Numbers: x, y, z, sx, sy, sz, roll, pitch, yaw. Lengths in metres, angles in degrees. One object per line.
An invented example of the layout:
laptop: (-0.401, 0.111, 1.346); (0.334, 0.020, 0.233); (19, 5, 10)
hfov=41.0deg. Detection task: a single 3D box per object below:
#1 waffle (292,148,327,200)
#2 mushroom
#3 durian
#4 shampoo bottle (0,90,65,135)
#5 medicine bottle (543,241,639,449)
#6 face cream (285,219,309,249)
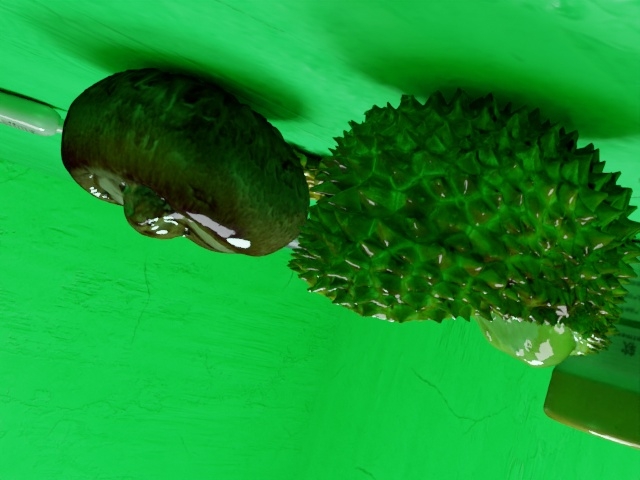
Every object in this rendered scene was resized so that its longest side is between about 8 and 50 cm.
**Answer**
waffle: (-0.044, -0.083, 1.097); (0.229, 0.051, 0.232); (21, 174, -25)
mushroom: (-0.123, -0.069, 0.823); (0.253, 0.153, 0.253); (25, 177, 1)
durian: (0.102, -0.012, 0.601); (0.237, 0.176, 0.200); (10, 167, -2)
shampoo bottle: (-0.411, -0.177, 1.235); (0.152, 0.045, 0.077); (18, 174, -9)
medicine bottle: (0.415, 0.137, 1.044); (0.238, 0.231, 0.238); (15, 177, 1)
face cream: (0.000, 0.000, 1.901); (0.284, 0.073, 0.073); (16, 176, -2)
